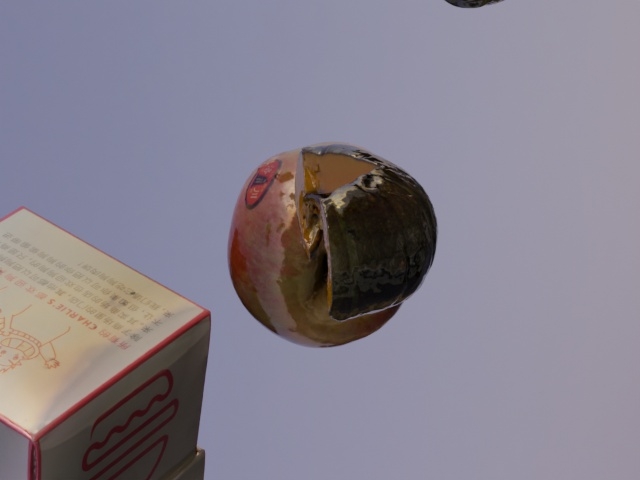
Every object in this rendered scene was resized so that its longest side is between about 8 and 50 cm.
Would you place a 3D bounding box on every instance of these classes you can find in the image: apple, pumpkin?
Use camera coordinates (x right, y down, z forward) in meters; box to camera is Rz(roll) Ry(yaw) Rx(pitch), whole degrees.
[{"bbox_3d":[0.000,0.000,1.796,0.164,0.209,0.209,-121,19,-61],"label":"apple"},{"bbox_3d":[0.040,-0.011,1.439,0.183,0.107,0.119,-113,14,-61],"label":"pumpkin"}]

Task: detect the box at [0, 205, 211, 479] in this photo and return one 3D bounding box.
[{"bbox_3d":[-0.335,0.194,2.012,0.312,0.314,0.300,-36,-35,-45],"label":"box"}]

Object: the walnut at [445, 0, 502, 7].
[{"bbox_3d":[0.129,-0.238,1.502,0.092,0.092,0.092,0,-90,-71],"label":"walnut"}]
